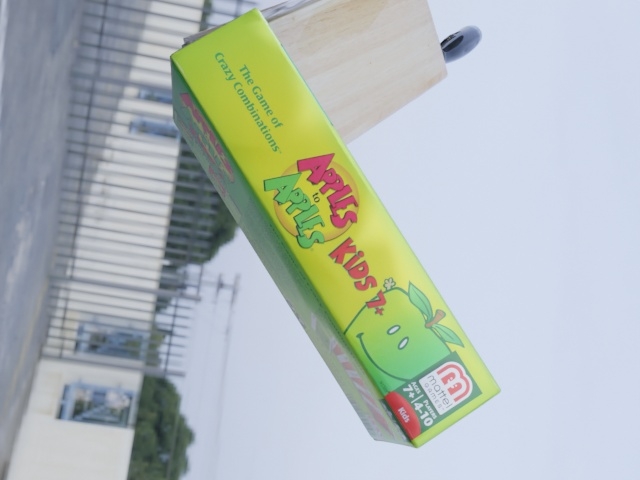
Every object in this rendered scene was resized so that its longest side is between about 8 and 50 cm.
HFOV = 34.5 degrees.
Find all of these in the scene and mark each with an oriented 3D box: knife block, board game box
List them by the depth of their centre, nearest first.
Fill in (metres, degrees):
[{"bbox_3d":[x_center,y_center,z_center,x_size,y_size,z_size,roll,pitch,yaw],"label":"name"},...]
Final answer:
[{"bbox_3d":[0.000,0.000,0.447,0.181,0.043,0.092,58,-11,4],"label":"board game box"},{"bbox_3d":[0.036,-0.138,0.713,0.276,0.242,0.088,-141,-150,-73],"label":"knife block"}]
